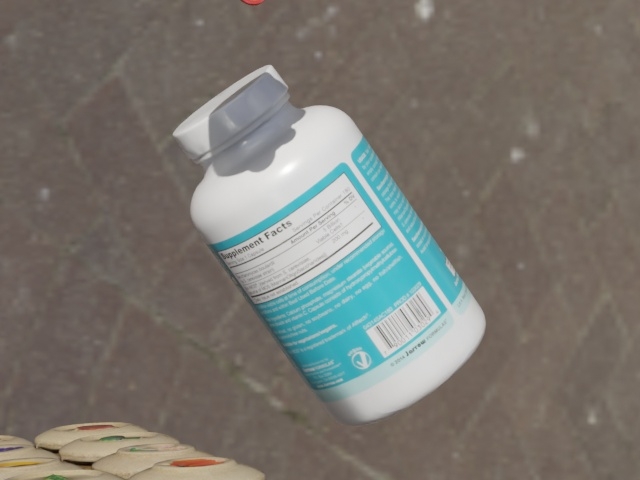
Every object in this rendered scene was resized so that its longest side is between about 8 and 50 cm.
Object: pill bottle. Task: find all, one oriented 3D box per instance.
[{"bbox_3d":[0.000,0.000,1.346,0.264,0.146,0.146,56,48,-11],"label":"pill bottle"}]

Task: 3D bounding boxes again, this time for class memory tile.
[{"bbox_3d":[-0.087,0.066,0.499,0.113,0.148,0.012,-3,91,-21],"label":"memory tile"}]

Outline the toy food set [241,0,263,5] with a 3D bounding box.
[{"bbox_3d":[-0.048,-0.187,1.092,0.083,0.020,0.082,24,69,-37],"label":"toy food set"}]
